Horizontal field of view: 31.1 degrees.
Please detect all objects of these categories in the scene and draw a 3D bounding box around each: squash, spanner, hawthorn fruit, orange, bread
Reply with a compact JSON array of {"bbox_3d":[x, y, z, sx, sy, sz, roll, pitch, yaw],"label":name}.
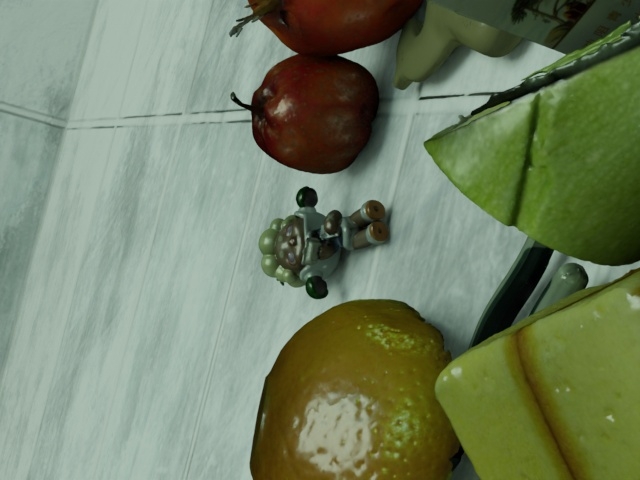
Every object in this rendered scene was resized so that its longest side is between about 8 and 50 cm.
[{"bbox_3d":[0.266,-0.150,0.879,0.210,0.233,0.309,40,121,13],"label":"squash"},{"bbox_3d":[0.162,0.136,1.122,0.325,0.040,0.096,-64,29,28],"label":"spanner"},{"bbox_3d":[-0.025,-0.165,1.460,0.157,0.194,0.157,-177,90,-65],"label":"hawthorn fruit"},{"bbox_3d":[-0.003,-0.316,1.397,0.211,0.299,0.211,40,151,28],"label":"hawthorn fruit"},{"bbox_3d":[0.033,0.183,1.176,0.263,0.196,0.334,-63,2,7],"label":"orange"},{"bbox_3d":[0.287,0.194,0.857,0.233,0.244,0.362,-34,78,49],"label":"bread"}]

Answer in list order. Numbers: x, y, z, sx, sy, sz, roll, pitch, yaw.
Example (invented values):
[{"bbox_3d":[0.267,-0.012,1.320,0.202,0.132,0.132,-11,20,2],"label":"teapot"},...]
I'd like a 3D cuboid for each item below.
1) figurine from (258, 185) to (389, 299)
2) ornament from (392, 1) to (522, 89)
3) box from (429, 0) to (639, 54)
[{"bbox_3d":[-0.001,0.000,1.439,0.197,0.093,0.147,-28,63,53],"label":"figurine"},{"bbox_3d":[0.164,-0.268,1.300,0.245,0.061,0.230,-68,26,13],"label":"ornament"},{"bbox_3d":[0.214,-0.247,1.010,0.149,0.233,0.067,-54,35,34],"label":"box"}]
